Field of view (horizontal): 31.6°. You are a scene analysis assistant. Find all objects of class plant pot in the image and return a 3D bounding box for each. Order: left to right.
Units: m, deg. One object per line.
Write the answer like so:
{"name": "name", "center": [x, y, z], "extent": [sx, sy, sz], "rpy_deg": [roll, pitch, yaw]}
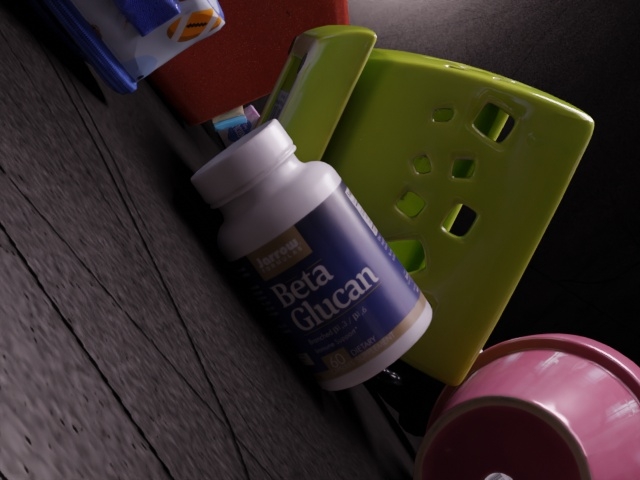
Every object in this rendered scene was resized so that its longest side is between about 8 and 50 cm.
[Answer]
{"name": "plant pot", "center": [-0.105, -0.270, 1.172], "extent": [0.267, 0.267, 0.236], "rpy_deg": [-119, -174, -72]}
{"name": "plant pot", "center": [0.048, -0.051, 0.897], "extent": [0.207, 0.227, 0.228], "rpy_deg": [24, 9, -10]}
{"name": "plant pot", "center": [0.159, 0.172, 0.848], "extent": [0.201, 0.201, 0.180], "rpy_deg": [55, 18, 16]}

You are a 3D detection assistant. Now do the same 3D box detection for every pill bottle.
{"name": "pill bottle", "center": [-0.009, 0.008, 0.749], "extent": [0.169, 0.094, 0.094], "rpy_deg": [54, 2, -10]}

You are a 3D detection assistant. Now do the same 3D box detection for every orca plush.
{"name": "orca plush", "center": [0.074, 0.100, 1.148], "extent": [0.102, 0.151, 0.287], "rpy_deg": [9, 39, -41]}

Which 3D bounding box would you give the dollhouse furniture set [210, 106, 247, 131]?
{"name": "dollhouse furniture set", "center": [-0.081, -0.188, 1.449], "extent": [0.129, 0.183, 0.129], "rpy_deg": [-122, -164, -62]}

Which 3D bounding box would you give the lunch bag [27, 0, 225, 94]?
{"name": "lunch bag", "center": [-0.175, -0.233, 0.649], "extent": [0.243, 0.115, 0.303], "rpy_deg": [58, 3, 30]}

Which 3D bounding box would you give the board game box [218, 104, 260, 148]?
{"name": "board game box", "center": [0.000, 0.000, 1.509], "extent": [0.319, 0.066, 0.318], "rpy_deg": [53, 2, -28]}

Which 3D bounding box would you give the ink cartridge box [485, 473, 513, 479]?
{"name": "ink cartridge box", "center": [0.295, 0.377, 1.760], "extent": [0.189, 0.097, 0.255], "rpy_deg": [54, 3, -6]}
